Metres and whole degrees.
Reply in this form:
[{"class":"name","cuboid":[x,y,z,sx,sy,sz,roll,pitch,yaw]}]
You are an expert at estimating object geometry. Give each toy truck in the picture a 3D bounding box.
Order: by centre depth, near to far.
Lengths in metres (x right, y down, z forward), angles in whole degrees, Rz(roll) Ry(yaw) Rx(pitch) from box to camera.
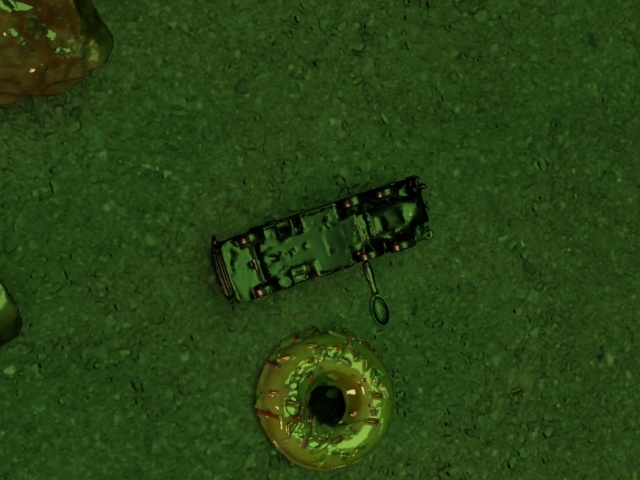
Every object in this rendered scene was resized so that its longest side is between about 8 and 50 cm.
[{"class":"toy truck","cuboid":[0.000,0.000,1.646,0.259,0.121,0.088,-18,92,-17]}]

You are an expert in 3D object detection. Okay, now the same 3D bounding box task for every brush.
[{"class":"brush","cuboid":[0.066,0.064,1.720,0.024,0.008,0.083,-17,91,-14]}]

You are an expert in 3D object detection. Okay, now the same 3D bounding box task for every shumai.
[{"class":"shumai","cuboid":[-0.396,-0.211,1.466,0.314,0.267,0.262,36,75,-5]}]

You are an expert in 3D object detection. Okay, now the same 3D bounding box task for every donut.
[{"class":"donut","cuboid":[0.010,0.184,1.664,0.175,0.068,0.174,1,86,-17]}]

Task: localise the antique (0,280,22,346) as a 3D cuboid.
[{"class":"antique","cuboid":[-0.458,0.111,1.487,0.284,0.150,0.125,-32,90,-16]}]
